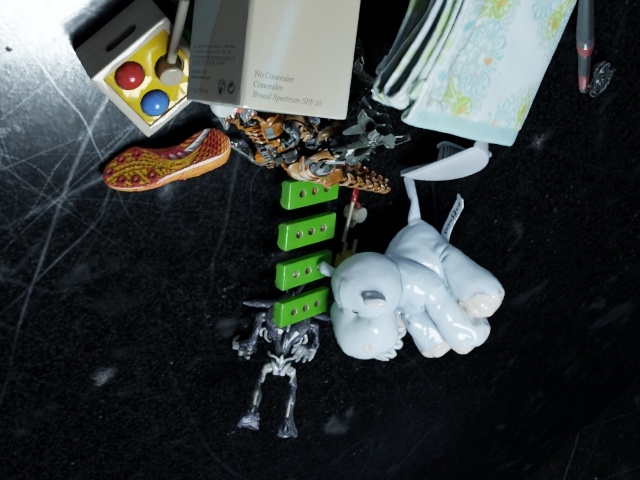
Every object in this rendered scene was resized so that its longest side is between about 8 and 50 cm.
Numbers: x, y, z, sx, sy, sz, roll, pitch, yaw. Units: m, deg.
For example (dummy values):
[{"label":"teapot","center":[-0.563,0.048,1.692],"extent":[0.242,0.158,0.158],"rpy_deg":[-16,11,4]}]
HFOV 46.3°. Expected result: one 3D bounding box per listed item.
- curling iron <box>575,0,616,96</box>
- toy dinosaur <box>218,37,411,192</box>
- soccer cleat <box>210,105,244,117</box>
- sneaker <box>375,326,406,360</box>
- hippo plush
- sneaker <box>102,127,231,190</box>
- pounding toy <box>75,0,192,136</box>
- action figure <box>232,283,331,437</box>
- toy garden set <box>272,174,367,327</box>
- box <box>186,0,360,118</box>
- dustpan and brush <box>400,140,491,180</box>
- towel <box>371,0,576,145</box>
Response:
[{"label":"curling iron","center":[0.461,-0.347,1.280],"extent":[0.068,0.035,0.274],"rpy_deg":[-41,141,-2]},{"label":"toy dinosaur","center":[-0.002,-0.158,1.062],"extent":[0.218,0.165,0.322],"rpy_deg":[-29,161,28]},{"label":"soccer cleat","center":[-0.086,-0.239,0.914],"extent":[0.196,0.076,0.068],"rpy_deg":[-58,167,-7]},{"label":"sneaker","center":[0.130,0.117,1.434],"extent":[0.118,0.110,0.292],"rpy_deg":[6,124,-29]},{"label":"hippo plush","center":[0.141,0.085,1.211],"extent":[0.236,0.234,0.295],"rpy_deg":[-18,122,-42]},{"label":"sneaker","center":[-0.203,-0.098,1.008],"extent":[0.175,0.064,0.067],"rpy_deg":[-14,164,-12]},{"label":"pounding toy","center":[-0.192,-0.212,0.873],"extent":[0.141,0.100,0.130],"rpy_deg":[-39,141,2]},{"label":"action figure","center":[-0.076,0.198,1.326],"extent":[0.163,0.141,0.276],"rpy_deg":[13,81,-13]},{"label":"toy garden set","center":[0.000,0.000,1.237],"extent":[0.203,0.049,0.245],"rpy_deg":[-16,120,-43]},{"label":"box","center":[-0.042,-0.293,0.796],"extent":[0.147,0.121,0.311],"rpy_deg":[-2,103,-38]},{"label":"dustpan and brush","center":[0.245,-0.142,1.284],"extent":[0.147,0.060,0.211],"rpy_deg":[-19,162,37]},{"label":"towel","center":[0.241,-0.299,1.028],"extent":[0.374,0.090,0.321],"rpy_deg":[-1,120,-54]}]
